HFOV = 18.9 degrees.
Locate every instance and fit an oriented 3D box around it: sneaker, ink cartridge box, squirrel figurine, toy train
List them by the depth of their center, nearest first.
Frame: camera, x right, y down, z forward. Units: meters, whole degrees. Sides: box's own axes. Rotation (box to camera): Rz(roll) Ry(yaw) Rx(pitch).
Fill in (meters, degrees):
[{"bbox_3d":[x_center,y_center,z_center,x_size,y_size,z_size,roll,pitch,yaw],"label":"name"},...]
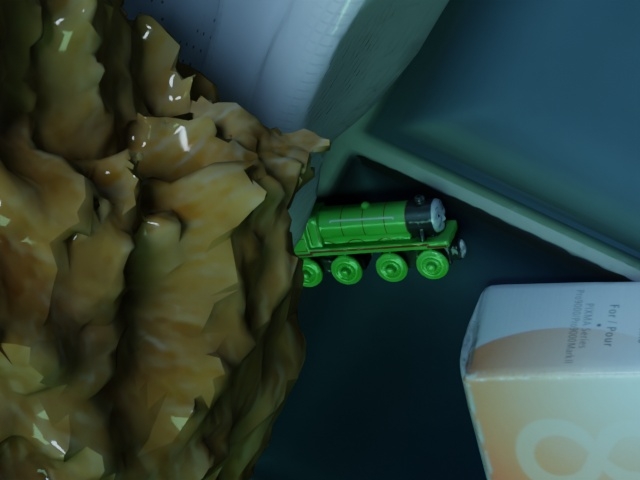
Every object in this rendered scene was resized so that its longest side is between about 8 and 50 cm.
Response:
[{"bbox_3d":[-0.206,-0.056,0.396,0.397,0.281,0.370,-14,110,44],"label":"squirrel figurine"},{"bbox_3d":[-0.029,-0.057,0.471,0.094,0.080,0.212,42,129,9],"label":"sneaker"},{"bbox_3d":[0.000,0.000,0.545,0.083,0.017,0.024,-5,119,21],"label":"toy train"},{"bbox_3d":[0.141,0.076,0.553,0.179,0.045,0.145,0,131,20],"label":"ink cartridge box"}]
